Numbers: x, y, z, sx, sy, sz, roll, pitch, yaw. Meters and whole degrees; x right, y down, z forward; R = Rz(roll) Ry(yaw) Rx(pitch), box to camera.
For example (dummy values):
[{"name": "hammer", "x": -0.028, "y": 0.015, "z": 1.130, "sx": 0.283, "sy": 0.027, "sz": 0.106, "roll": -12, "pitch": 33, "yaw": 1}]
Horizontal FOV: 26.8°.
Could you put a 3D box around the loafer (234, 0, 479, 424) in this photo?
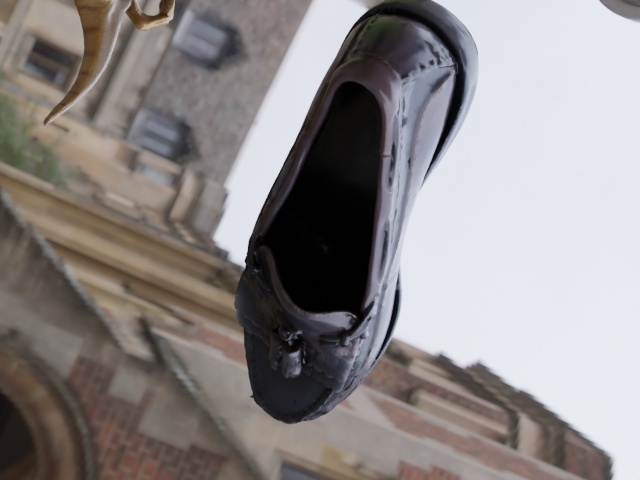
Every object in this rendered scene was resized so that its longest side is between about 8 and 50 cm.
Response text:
[{"name": "loafer", "x": 0.000, "y": 0.000, "z": 0.789, "sx": 0.095, "sy": 0.109, "sz": 0.303, "roll": -43, "pitch": 157, "yaw": -52}]

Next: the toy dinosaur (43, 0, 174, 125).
[{"name": "toy dinosaur", "x": -0.155, "y": -0.177, "z": 0.969, "sx": 0.064, "sy": 0.112, "sz": 0.212, "roll": -19, "pitch": -107, "yaw": 62}]

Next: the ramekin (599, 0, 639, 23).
[{"name": "ramekin", "x": 0.375, "y": -0.287, "z": 1.160, "sx": 0.277, "sy": 0.135, "sz": 0.277, "roll": -37, "pitch": -140, "yaw": 39}]
